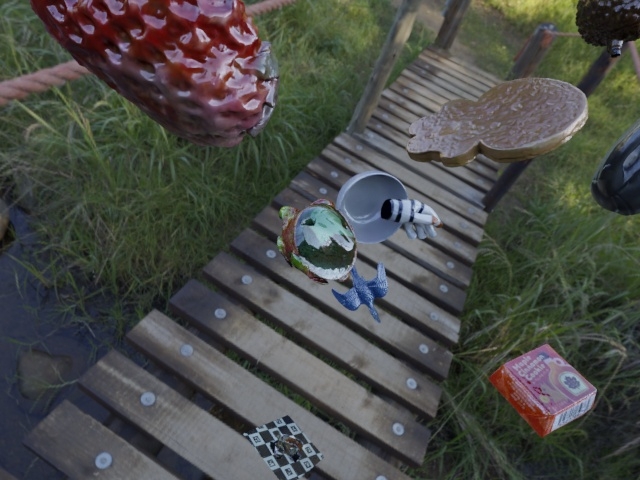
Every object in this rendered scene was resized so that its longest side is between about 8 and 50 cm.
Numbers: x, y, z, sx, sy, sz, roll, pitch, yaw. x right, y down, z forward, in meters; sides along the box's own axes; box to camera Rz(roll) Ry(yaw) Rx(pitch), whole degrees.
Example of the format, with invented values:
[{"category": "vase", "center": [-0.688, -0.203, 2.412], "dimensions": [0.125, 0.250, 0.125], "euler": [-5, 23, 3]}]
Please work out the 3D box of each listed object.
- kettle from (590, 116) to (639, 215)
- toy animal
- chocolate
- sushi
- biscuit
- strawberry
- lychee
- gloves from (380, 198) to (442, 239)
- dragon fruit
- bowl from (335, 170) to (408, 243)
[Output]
[{"category": "kettle", "center": [0.866, -0.219, 1.145], "dimensions": [0.321, 0.324, 0.228], "euler": [28, 21, -47]}, {"category": "toy animal", "center": [0.180, 0.204, 1.772], "dimensions": [0.255, 0.239, 0.176], "euler": [57, 5, -17]}, {"category": "chocolate", "center": [0.718, 0.468, 1.409], "dimensions": [0.238, 0.107, 0.234], "euler": [-16, 42, -20]}, {"category": "sushi", "center": [-0.111, 0.626, 1.296], "dimensions": [0.193, 0.040, 0.210], "euler": [40, 18, 27]}, {"category": "biscuit", "center": [0.293, -0.197, 0.755], "dimensions": [0.289, 0.044, 0.202], "euler": [-13, 44, 23]}, {"category": "strawberry", "center": [-0.218, -0.238, 0.565], "dimensions": [0.336, 0.265, 0.149], "euler": [25, 85, -14]}, {"category": "lychee", "center": [0.710, -0.553, 1.037], "dimensions": [0.200, 0.200, 0.238], "euler": [12, 89, -9]}, {"category": "gloves", "center": [0.342, -0.089, 1.603], "dimensions": [0.219, 0.140, 0.131], "euler": [6, 59, -16]}, {"category": "dragon fruit", "center": [0.000, 0.000, 1.314], "dimensions": [0.295, 0.130, 0.268], "euler": [40, 61, -17]}, {"category": "bowl", "center": [0.184, -0.142, 1.705], "dimensions": [0.287, 0.286, 0.143], "euler": [1, 23, -18]}]
